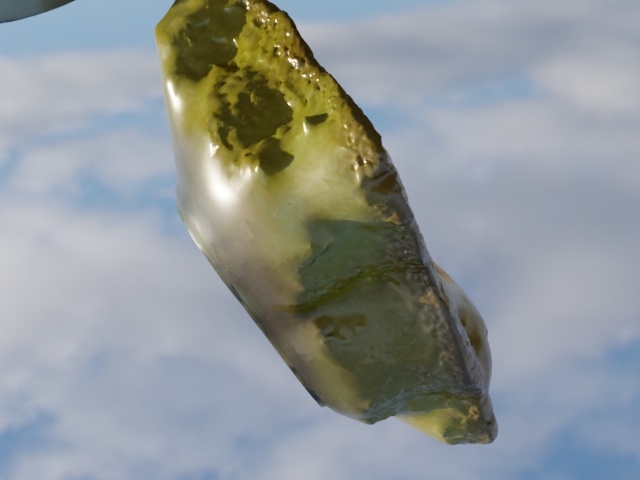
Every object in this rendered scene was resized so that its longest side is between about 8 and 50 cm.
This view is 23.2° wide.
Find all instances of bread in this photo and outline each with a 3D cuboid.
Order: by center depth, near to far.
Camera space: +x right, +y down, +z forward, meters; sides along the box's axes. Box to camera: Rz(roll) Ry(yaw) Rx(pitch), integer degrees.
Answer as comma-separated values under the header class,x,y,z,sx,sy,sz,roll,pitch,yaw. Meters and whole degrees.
class,x,y,z,sx,sy,sz,roll,pitch,yaw
bread,0.000,0.000,0.661,0.088,0.233,0.161,-30,-132,2

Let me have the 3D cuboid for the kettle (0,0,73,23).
class,x,y,z,sx,sy,sz,roll,pitch,yaw
kettle,-0.154,-0.186,0.698,0.098,0.148,0.127,-12,-151,-1
